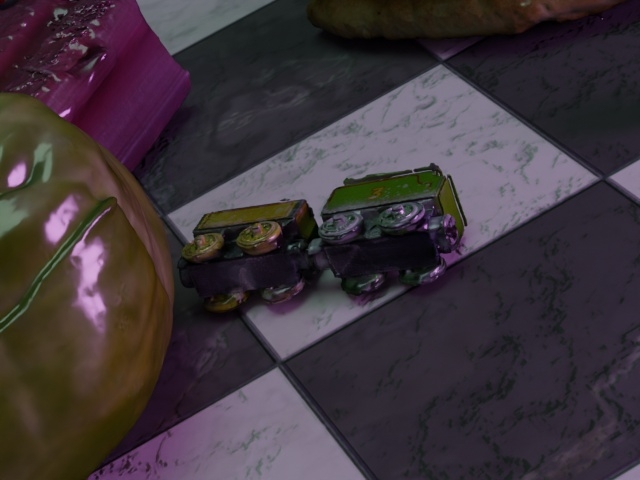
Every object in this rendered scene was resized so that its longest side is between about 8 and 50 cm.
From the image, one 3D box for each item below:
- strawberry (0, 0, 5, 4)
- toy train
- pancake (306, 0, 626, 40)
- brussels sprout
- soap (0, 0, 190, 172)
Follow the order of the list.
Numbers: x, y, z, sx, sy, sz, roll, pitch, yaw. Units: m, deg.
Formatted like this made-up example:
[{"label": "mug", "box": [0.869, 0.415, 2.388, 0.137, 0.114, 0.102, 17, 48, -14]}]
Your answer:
[{"label": "strawberry", "box": [-0.409, -0.228, 1.758, 0.234, 0.234, 0.178, -5, 66, 28]}, {"label": "toy train", "box": [0.000, 0.000, 1.213, 0.202, 0.060, 0.081, -9, 27, 24]}, {"label": "pancake", "box": [0.204, -0.260, 1.462, 0.427, 0.067, 0.305, -3, 35, 33]}, {"label": "brussels sprout", "box": [-0.236, 0.038, 1.139, 0.328, 0.247, 0.328, -10, 43, 9]}, {"label": "soap", "box": [-0.266, -0.063, 1.416, 0.220, 0.127, 0.325, -1, 39, 34]}]
